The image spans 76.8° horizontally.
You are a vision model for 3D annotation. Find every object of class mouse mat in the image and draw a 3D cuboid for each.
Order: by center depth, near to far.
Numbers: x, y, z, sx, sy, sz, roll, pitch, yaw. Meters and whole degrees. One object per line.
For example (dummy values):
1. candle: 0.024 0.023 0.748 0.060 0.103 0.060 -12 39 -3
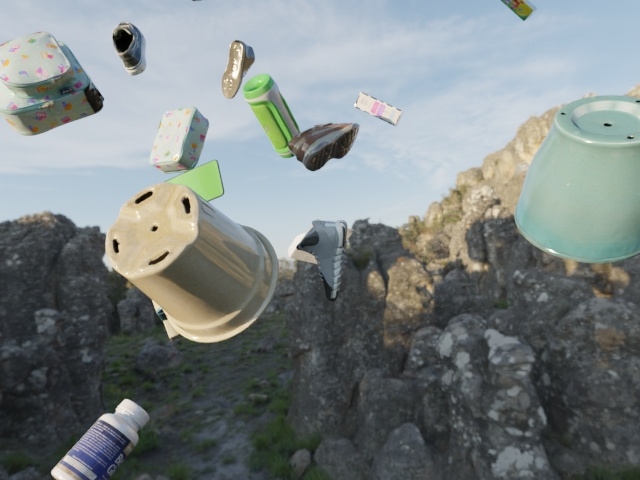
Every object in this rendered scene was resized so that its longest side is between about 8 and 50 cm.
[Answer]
1. mouse mat: -0.379 -0.154 1.195 0.189 0.153 0.007 -23 -33 5

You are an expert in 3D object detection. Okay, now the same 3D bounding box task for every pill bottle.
1. pill bottle: -0.429 0.411 0.808 0.094 0.094 0.169 -9 31 38

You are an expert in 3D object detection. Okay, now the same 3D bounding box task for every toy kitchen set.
1. toy kitchen set: -0.444 0.223 1.331 0.166 0.122 0.207 -21 -19 -19

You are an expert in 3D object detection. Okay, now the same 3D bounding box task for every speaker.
1. speaker: -0.164 -0.445 1.472 0.131 0.131 0.297 -8 -40 22

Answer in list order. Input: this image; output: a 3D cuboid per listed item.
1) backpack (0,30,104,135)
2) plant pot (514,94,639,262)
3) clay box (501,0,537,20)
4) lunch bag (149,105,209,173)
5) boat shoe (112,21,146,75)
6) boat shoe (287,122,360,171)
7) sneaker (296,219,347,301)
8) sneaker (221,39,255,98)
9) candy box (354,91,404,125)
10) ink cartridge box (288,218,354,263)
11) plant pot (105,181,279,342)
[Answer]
1. backpack: -0.573 -0.313 0.819 0.188 0.166 0.144 -34 -16 -11
2. plant pot: 0.559 -0.139 0.824 0.271 0.255 0.272 -9 42 8
3. clay box: 0.766 -0.983 1.628 0.127 0.222 0.053 -42 -6 -46
4. lunch bag: -0.593 -0.419 1.687 0.224 0.279 0.108 -2 -23 30
5. boat shoe: -0.800 -0.834 1.682 0.121 0.335 0.119 -24 -30 -7
6. boat shoe: 0.018 -0.319 1.255 0.116 0.123 0.324 35 36 14
7. sneaker: -0.002 0.049 1.089 0.132 0.229 0.086 7 16 8
8. sneaker: -0.323 -0.680 1.633 0.083 0.222 0.118 26 21 13
9. candy box: 0.258 -0.567 1.758 0.196 0.070 0.165 27 18 7
10. ink cartridge box: 0.000 0.000 1.654 0.189 0.066 0.232 14 -54 -29
11. plant pot: -0.307 0.037 0.948 0.333 0.334 0.305 -8 -29 14
